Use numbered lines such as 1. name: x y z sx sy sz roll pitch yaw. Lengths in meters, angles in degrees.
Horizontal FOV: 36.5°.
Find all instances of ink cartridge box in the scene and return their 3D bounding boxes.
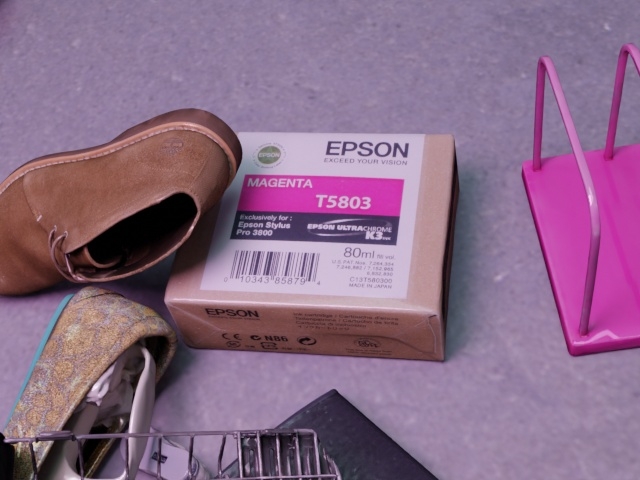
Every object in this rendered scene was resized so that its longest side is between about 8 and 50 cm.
1. ink cartridge box: 0.000 0.000 0.864 0.235 0.088 0.193 1 56 11

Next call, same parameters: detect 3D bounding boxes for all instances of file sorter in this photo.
1. file sorter: 0.331 -0.056 0.790 0.291 0.182 0.202 -8 54 3

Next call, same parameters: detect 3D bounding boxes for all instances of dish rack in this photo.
1. dish rack: -0.112 0.221 0.642 0.272 0.074 0.208 0 64 -12

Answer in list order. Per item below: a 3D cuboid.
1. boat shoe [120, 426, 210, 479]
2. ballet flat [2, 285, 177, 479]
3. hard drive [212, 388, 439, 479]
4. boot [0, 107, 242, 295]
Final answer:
1. boat shoe: -0.125 0.178 0.789 0.100 0.035 0.035 9 62 45
2. ballet flat: -0.207 0.194 0.737 0.123 0.123 0.348 12 60 17
3. hard drive: -0.028 0.235 0.720 0.255 0.054 0.172 -41 59 -19
4. boot: -0.210 -0.008 0.827 0.305 0.112 0.115 -23 32 28
